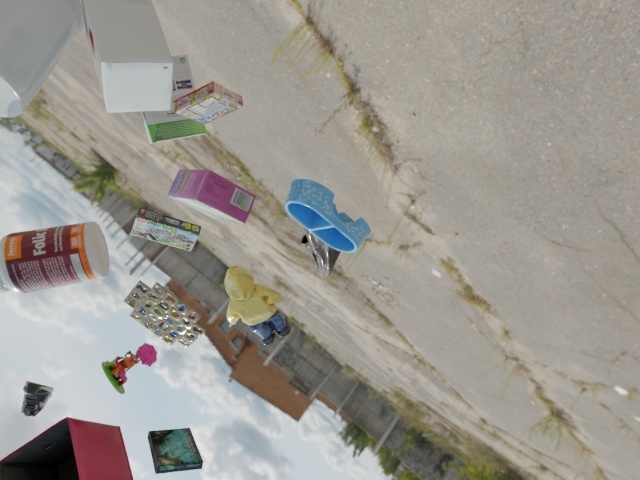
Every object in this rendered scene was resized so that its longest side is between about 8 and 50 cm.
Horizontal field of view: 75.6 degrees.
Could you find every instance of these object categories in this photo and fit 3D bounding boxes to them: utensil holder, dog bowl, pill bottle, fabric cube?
[{"bbox_3d":[-0.943,-0.610,1.202,0.328,0.385,0.327,11,155,5],"label":"utensil holder"},{"bbox_3d":[0.017,-0.064,1.237,0.297,0.074,0.166,39,155,-26],"label":"dog bowl"},{"bbox_3d":[-1.011,0.068,1.508,0.224,0.392,0.224,169,90,-74],"label":"pill bottle"},{"bbox_3d":[-0.799,0.758,1.311,0.254,0.259,0.258,54,173,31],"label":"fabric cube"}]

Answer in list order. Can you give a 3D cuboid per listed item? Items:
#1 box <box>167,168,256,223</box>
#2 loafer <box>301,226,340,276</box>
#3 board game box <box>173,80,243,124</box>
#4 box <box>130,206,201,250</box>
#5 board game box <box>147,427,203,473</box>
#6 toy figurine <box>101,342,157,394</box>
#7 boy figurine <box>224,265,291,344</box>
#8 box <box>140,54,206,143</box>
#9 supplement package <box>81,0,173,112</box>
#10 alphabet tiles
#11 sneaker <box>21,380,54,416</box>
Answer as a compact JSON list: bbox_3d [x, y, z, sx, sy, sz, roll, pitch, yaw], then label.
[{"bbox_3d":[-0.403,-0.164,1.531,0.243,0.117,0.213,10,166,46],"label":"box"},{"bbox_3d":[0.000,0.000,1.538,0.130,0.134,0.366,17,145,16],"label":"loafer"},{"bbox_3d":[-0.395,-0.480,1.456,0.193,0.045,0.147,-13,171,28],"label":"board game box"},{"bbox_3d":[-0.528,-0.035,1.411,0.207,0.036,0.114,18,137,-23],"label":"box"},{"bbox_3d":[-0.427,0.609,1.205,0.126,0.026,0.186,10,-179,-30],"label":"board game box"},{"bbox_3d":[-0.645,0.419,1.426,0.173,0.159,0.130,13,133,60],"label":"toy figurine"},{"bbox_3d":[-0.198,0.190,1.195,0.285,0.177,0.092,59,-177,-36],"label":"boy figurine"},{"bbox_3d":[-0.621,-0.575,1.683,0.058,0.232,0.322,12,117,57],"label":"box"},{"bbox_3d":[-0.531,-0.524,1.136,0.293,0.175,0.177,66,150,20],"label":"supplement package"},{"bbox_3d":[-0.663,0.319,1.754,0.342,0.011,0.285,41,123,-11],"label":"alphabet tiles"},{"bbox_3d":[-0.805,0.455,1.166,0.072,0.077,0.178,19,142,-12],"label":"sneaker"}]
